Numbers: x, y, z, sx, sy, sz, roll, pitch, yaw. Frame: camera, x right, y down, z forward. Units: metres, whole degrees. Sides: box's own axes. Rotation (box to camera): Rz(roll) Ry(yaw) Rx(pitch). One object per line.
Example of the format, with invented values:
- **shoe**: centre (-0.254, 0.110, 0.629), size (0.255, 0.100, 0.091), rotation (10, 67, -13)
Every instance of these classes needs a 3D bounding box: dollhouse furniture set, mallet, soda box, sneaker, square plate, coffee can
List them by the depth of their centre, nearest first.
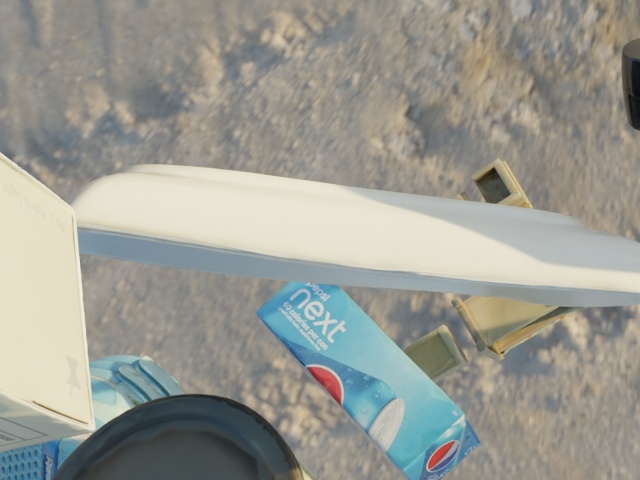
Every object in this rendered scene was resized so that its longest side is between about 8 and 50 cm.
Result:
- **square plate**: centre (0.000, 0.000, 0.951), size (0.344, 0.347, 0.049), rotation (6, 87, -13)
- **mallet**: centre (0.296, -0.137, 1.082), size (0.189, 0.039, 0.062), rotation (-23, 124, -1)
- **coffee can**: centre (-0.050, 0.258, 1.089), size (0.201, 0.202, 0.275), rotation (-15, 143, 18)
- **soda box**: centre (0.039, 0.116, 1.337), size (0.071, 0.067, 0.210), rotation (-42, 57, -5)
- **sneaker**: centre (-0.167, 0.197, 1.438), size (0.319, 0.208, 0.127), rotation (32, 121, 36)
- **dollhouse furniture set**: centre (0.144, 0.037, 1.535), size (0.182, 0.101, 0.161), rotation (-31, 72, 10)

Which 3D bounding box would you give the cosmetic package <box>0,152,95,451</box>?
- **cosmetic package**: centre (-0.272, 0.047, 0.669), size (0.309, 0.160, 0.113), rotation (-14, 69, 12)
